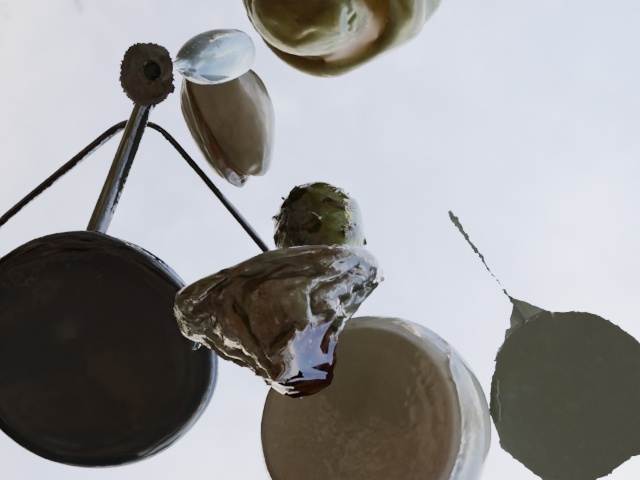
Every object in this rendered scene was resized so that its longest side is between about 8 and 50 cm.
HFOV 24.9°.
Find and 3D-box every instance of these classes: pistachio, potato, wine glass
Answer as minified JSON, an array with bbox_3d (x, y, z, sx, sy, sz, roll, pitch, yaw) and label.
[{"bbox_3d":[-0.122,-0.161,1.913,0.124,0.124,0.185,-38,-112,51],"label":"pistachio"},{"bbox_3d":[0.000,0.000,1.688,0.117,0.090,0.225,-56,-158,14],"label":"potato"},{"bbox_3d":[-0.128,-0.178,1.462,0.066,0.198,0.066,5,-76,21],"label":"wine glass"}]

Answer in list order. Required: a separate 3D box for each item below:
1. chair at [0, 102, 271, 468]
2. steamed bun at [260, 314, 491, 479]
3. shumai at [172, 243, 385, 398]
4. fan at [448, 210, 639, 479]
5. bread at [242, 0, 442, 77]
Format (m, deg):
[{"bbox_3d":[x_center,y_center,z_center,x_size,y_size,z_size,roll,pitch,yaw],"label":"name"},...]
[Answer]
[{"bbox_3d":[-0.260,0.061,1.863,0.362,0.365,0.410,-35,-165,15],"label":"chair"},{"bbox_3d":[0.060,0.193,1.436,0.231,0.145,0.232,-5,-105,18],"label":"steamed bun"},{"bbox_3d":[-0.026,0.079,1.304,0.201,0.201,0.120,-37,-116,51],"label":"shumai"},{"bbox_3d":[0.215,0.097,1.457,0.310,0.182,0.010,58,-13,10],"label":"fan"},{"bbox_3d":[0.041,-0.368,2.146,0.341,0.300,0.210,-68,154,-49],"label":"bread"}]
